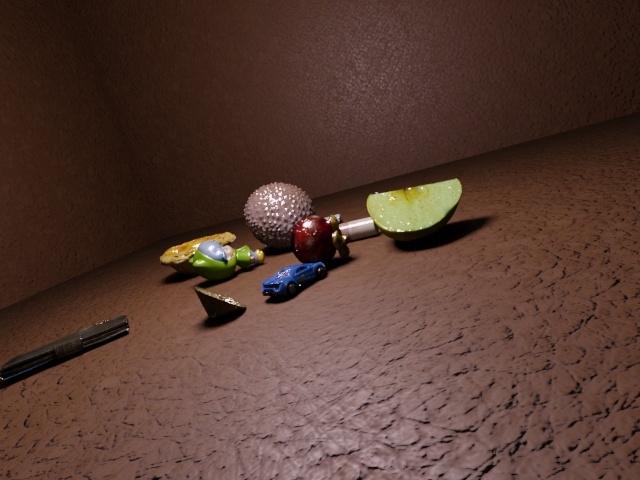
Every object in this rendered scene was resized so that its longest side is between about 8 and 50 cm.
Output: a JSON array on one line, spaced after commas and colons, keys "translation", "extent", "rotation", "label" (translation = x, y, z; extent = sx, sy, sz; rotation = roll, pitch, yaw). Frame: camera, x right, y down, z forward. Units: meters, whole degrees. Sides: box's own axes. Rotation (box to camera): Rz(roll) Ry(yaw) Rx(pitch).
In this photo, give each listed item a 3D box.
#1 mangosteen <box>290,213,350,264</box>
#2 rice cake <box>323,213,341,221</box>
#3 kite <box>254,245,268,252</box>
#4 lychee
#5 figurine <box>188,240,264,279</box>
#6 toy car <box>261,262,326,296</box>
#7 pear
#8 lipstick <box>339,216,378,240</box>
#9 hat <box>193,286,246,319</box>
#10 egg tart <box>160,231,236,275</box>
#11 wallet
[{"translation": [0.000, 0.000, 1.274], "extent": [0.180, 0.166, 0.166], "rotation": [-7, 12, 5], "label": "mangosteen"}, {"translation": [-0.008, -0.075, 1.959], "extent": [0.226, 0.040, 0.085], "rotation": [-16, 11, 1], "label": "rice cake"}, {"translation": [-0.213, 0.016, 1.886], "extent": [0.141, 0.015, 0.245], "rotation": [-14, 10, 25], "label": "kite"}, {"translation": [-0.167, -0.091, 1.705], "extent": [0.300, 0.299, 0.300], "rotation": [-16, 11, 3], "label": "lychee"}, {"translation": [-0.340, 0.071, 1.523], "extent": [0.264, 0.143, 0.162], "rotation": [-3, 12, -27], "label": "figurine"}, {"translation": [-0.069, 0.098, 1.148], "extent": [0.103, 0.063, 0.216], "rotation": [-6, 15, 43], "label": "toy car"}, {"translation": [0.291, -0.060, 1.249], "extent": [0.288, 0.139, 0.239], "rotation": [-9, 28, 15], "label": "pear"}, {"translation": [0.081, -0.027, 1.520], "extent": [0.255, 0.070, 0.070], "rotation": [-13, 12, 19], "label": "lipstick"}, {"translation": [-0.274, 0.178, 1.087], "extent": [0.146, 0.067, 0.146], "rotation": [21, -7, 3], "label": "hat"}, {"translation": [-0.521, 0.062, 1.802], "extent": [0.342, 0.132, 0.341], "rotation": [-16, 10, 3], "label": "egg tart"}, {"translation": [-0.710, 0.295, 1.175], "extent": [0.317, 0.044, 0.169], "rotation": [-21, 8, -29], "label": "wallet"}]
